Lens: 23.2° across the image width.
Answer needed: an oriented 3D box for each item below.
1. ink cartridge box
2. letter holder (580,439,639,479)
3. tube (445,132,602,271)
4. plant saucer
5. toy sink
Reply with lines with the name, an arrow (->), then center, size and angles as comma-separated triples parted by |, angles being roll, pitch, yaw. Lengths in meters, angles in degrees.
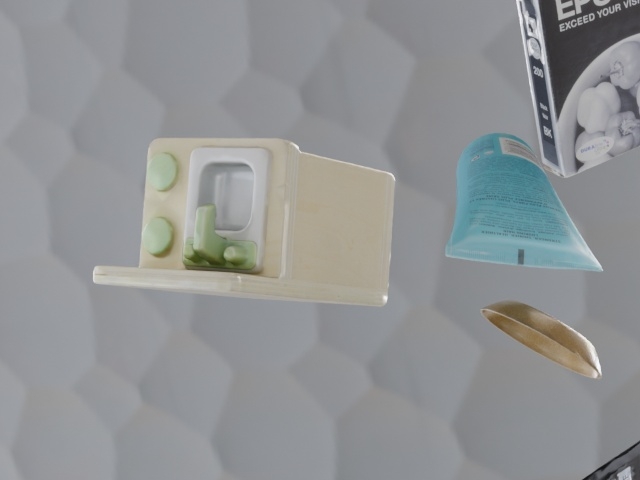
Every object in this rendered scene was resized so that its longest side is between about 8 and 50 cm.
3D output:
ink cartridge box -> 0.238, -0.177, 1.132 | 0.206, 0.208, 0.045 | -23, -154, -18
letter holder -> 0.252, 0.304, 0.949 | 0.152, 0.214, 0.302 | -44, -151, 37
tube -> 0.109, -0.017, 0.892 | 0.080, 0.052, 0.207 | 1, -165, 3
plant saucer -> 0.137, 0.057, 0.946 | 0.015, 0.083, 0.083 | -59, -159, -7
toy sink -> -0.062, -0.017, 1.334 | 0.153, 0.131, 0.234 | 2, 176, 35
